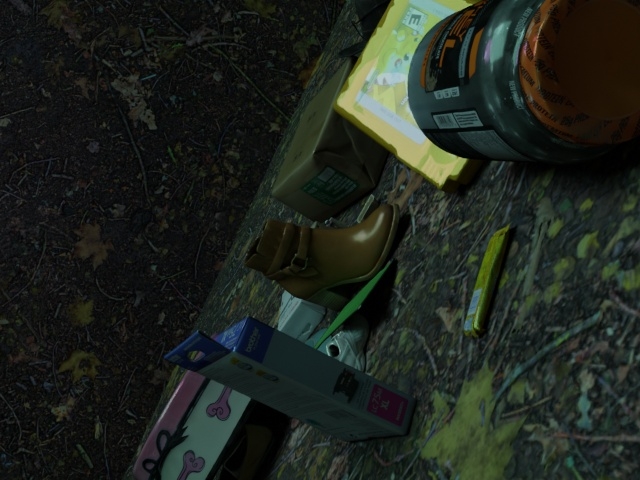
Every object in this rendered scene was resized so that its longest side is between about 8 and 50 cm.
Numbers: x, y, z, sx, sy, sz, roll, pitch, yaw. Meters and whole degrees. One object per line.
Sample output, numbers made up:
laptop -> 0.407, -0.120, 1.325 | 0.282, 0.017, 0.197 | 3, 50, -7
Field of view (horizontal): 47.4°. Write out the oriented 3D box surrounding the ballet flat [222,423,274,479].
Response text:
ballet flat -> -0.168, 0.469, 1.429 | 0.232, 0.073, 0.080 | -66, 16, -12

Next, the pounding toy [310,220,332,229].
pounding toy -> -0.005, 0.028, 1.527 | 0.141, 0.130, 0.100 | -47, 21, 49

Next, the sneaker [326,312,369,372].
sneaker -> 0.045, 0.171, 1.230 | 0.054, 0.061, 0.152 | -56, 14, 34

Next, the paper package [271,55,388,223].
paper package -> 0.042, -0.235, 1.769 | 0.325, 0.168, 0.310 | -32, 34, 63

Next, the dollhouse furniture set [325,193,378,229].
dollhouse furniture set -> 0.061, -0.060, 1.550 | 0.114, 0.081, 0.091 | -61, 14, 10

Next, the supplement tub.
supplement tub -> 0.246, -0.195, 0.861 | 0.207, 0.207, 0.338 | -63, 14, 1

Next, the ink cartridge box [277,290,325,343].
ink cartridge box -> -0.039, 0.138, 1.586 | 0.109, 0.063, 0.150 | -56, 15, 28

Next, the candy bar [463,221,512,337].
candy bar -> 0.212, 0.050, 0.926 | 0.162, 0.018, 0.040 | -69, 11, -21

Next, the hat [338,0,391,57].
hat -> 0.158, -0.527, 1.617 | 0.331, 0.134, 0.331 | -26, 14, 7

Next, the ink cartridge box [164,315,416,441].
ink cartridge box -> -0.046, 0.188, 1.000 | 0.186, 0.311, 0.065 | -37, 31, 60

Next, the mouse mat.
mouse mat -> 0.057, 0.117, 1.293 | 0.153, 0.007, 0.190 | -48, -2, -44

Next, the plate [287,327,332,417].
plate -> -0.033, 0.255, 1.435 | 0.188, 0.024, 0.188 | -57, 14, 23

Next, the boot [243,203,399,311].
boot -> 0.000, 0.000, 1.369 | 0.283, 0.220, 0.109 | -51, 18, 40

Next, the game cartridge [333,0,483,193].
game cartridge -> 0.187, -0.268, 1.198 | 0.323, 0.052, 0.285 | 44, 111, 42

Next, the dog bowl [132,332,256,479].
dog bowl -> -0.243, 0.374, 1.537 | 0.408, 0.150, 0.408 | -61, 0, 0
